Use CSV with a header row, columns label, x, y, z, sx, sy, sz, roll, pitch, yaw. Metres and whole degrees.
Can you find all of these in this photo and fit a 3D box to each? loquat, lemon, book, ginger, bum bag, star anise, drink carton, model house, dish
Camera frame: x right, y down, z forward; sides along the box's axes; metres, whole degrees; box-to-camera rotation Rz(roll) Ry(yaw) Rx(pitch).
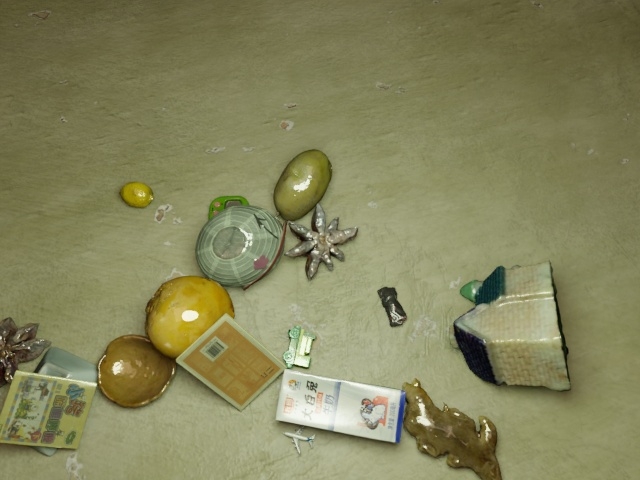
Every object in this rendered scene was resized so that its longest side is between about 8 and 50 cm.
label,x,y,z,sx,sy,sz,roll,pitch,yaw
loquat,-0.350,0.207,1.242,0.235,0.235,0.234,0,64,1
lemon,-0.586,-0.146,1.497,0.111,0.082,0.082,11,65,1
book,-0.222,0.315,1.193,0.170,0.241,0.018,-43,28,-4
ginger,0.335,0.488,1.177,0.333,0.080,0.166,33,81,18
bum bag,0.208,0.189,1.349,0.058,0.034,0.124,-24,65,5
star anise,-0.879,0.303,1.286,0.197,0.073,0.212,26,65,10
drink carton,0.050,0.420,1.194,0.315,0.106,0.130,8,73,5
model house,0.496,0.222,1.242,0.284,0.243,0.298,-6,34,25
dish,-0.726,0.413,1.228,0.182,0.080,0.243,21,67,10
book,-0.689,0.427,1.172,0.192,0.013,0.167,18,75,-24
star anise,0.000,0.000,1.400,0.237,0.093,0.229,-7,83,-15

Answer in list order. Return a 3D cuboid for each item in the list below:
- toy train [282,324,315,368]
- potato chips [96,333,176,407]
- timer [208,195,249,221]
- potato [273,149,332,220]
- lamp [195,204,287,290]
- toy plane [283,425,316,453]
label,x,y,z,sx,sy,sz,roll,pitch,yaw
toy train,-0.060,0.298,1.292,0.081,0.050,0.122,13,64,2
potato chips,-0.493,0.351,1.264,0.208,0.062,0.195,-15,70,-8
timer,-0.289,-0.075,1.477,0.128,0.047,0.140,-3,64,1
potato,-0.058,-0.166,1.452,0.159,0.174,0.251,37,86,26
lamp,-0.224,0.013,1.338,0.233,0.233,0.265,41,94,18
toy plane,-0.054,0.508,1.203,0.085,0.024,0.077,7,55,12
